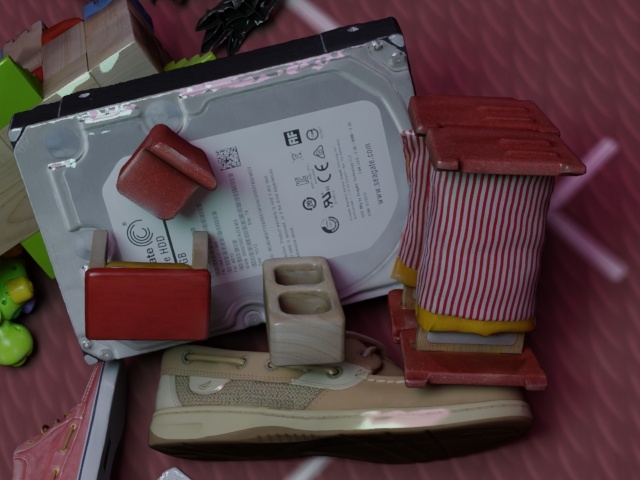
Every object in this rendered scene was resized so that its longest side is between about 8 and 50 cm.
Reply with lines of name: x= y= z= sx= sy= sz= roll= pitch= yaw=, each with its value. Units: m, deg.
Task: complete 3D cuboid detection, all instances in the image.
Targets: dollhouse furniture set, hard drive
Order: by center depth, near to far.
dollhouse furniture set: x=0.000 y=0.000 z=1.201 sx=0.374 sy=0.201 sz=0.152 roll=0 pitch=25 yaw=-7
hard drive: x=-0.072 y=-0.038 z=1.298 sx=0.339 sy=0.237 sz=0.064 roll=-13 pitch=25 yaw=2

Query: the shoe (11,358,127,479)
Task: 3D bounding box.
shoe: x=-0.225 y=0.175 z=1.350 sx=0.081 sy=0.063 sz=0.178 roll=2 pitch=47 yaw=5

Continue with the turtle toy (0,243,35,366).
turtle toy: x=-0.313 y=0.060 z=1.450 sx=0.095 sy=0.066 sz=0.130 roll=-23 pitch=65 yaw=5

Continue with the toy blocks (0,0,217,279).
toy blocks: x=-0.273 y=-0.113 z=1.423 sx=0.381 sy=0.191 sz=0.261 roll=-33 pitch=27 yaw=6

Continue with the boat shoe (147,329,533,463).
boat shoe: x=0.011 y=0.126 z=1.289 sx=0.341 sy=0.121 sz=0.110 roll=-3 pitch=69 yaw=18

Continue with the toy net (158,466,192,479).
toy net: x=-0.089 y=0.292 z=1.299 sx=0.122 sy=0.045 sz=0.232 roll=-27 pitch=64 yaw=7

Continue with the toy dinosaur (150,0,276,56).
toy dinosaur: x=-0.123 y=-0.328 z=1.505 sx=0.322 sy=0.164 sz=0.218 roll=-41 pitch=44 yaw=23
